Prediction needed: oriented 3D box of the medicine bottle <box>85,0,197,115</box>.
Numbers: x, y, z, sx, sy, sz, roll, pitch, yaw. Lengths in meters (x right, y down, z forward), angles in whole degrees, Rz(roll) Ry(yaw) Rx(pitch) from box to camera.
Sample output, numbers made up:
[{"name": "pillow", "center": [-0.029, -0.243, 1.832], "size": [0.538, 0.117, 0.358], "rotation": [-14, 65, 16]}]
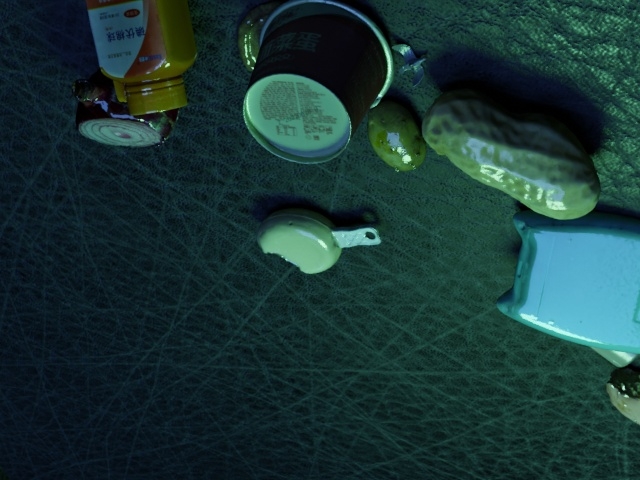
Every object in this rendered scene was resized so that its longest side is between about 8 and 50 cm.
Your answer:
[{"name": "medicine bottle", "center": [-0.293, -0.328, 1.680], "size": [0.149, 0.112, 0.222], "rotation": [-4, 105, 23]}]

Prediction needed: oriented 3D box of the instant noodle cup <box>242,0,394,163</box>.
[{"name": "instant noodle cup", "center": [-0.013, -0.248, 1.614], "size": [0.234, 0.178, 0.235], "rotation": [11, 136, 11]}]

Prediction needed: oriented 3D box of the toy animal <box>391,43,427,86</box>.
[{"name": "toy animal", "center": [0.152, -0.289, 1.637], "size": [0.050, 0.028, 0.084], "rotation": [0, 137, 39]}]

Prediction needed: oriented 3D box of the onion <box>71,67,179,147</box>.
[{"name": "onion", "center": [-0.368, -0.257, 1.808], "size": [0.195, 0.140, 0.218], "rotation": [9, 169, 33]}]

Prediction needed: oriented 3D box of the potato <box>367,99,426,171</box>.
[{"name": "potato", "center": [0.132, -0.177, 1.742], "size": [0.091, 0.070, 0.138], "rotation": [-13, 129, 35]}]

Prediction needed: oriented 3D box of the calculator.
[{"name": "calculator", "center": [0.520, 0.080, 1.787], "size": [0.386, 0.054, 0.256], "rotation": [11, 113, 9]}]

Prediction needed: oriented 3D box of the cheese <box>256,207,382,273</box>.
[{"name": "cheese", "center": [-0.008, -0.014, 1.998], "size": [0.163, 0.071, 0.248], "rotation": [41, 139, -22]}]

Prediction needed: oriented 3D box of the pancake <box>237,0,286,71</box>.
[{"name": "pancake", "center": [-0.056, -0.321, 1.711], "size": [0.199, 0.021, 0.199], "rotation": [15, 140, 13]}]

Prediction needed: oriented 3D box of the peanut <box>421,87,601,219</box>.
[{"name": "peanut", "center": [0.315, -0.146, 1.632], "size": [0.313, 0.152, 0.152], "rotation": [27, 142, 6]}]

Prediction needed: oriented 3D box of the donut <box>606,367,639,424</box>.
[{"name": "donut", "center": [0.700, 0.302, 1.992], "size": [0.232, 0.085, 0.199], "rotation": [-23, 122, 42]}]

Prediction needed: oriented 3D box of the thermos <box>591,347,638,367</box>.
[{"name": "thermos", "center": [0.511, 0.148, 1.909], "size": [0.193, 0.105, 0.137], "rotation": [33, 167, -3]}]
